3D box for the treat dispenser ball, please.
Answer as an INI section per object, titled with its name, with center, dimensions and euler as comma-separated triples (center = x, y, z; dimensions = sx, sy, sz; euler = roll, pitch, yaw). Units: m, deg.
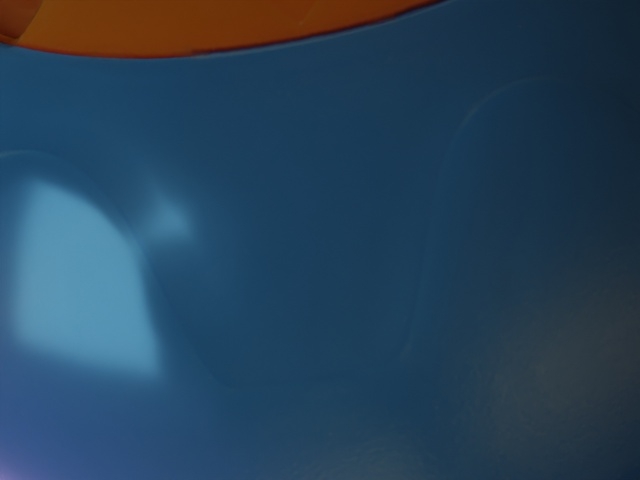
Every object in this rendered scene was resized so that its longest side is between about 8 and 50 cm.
[treat dispenser ball]
center = 0.000, 0.000, 0.554
dimensions = 0.288, 0.288, 0.288
euler = 7, 99, 51
